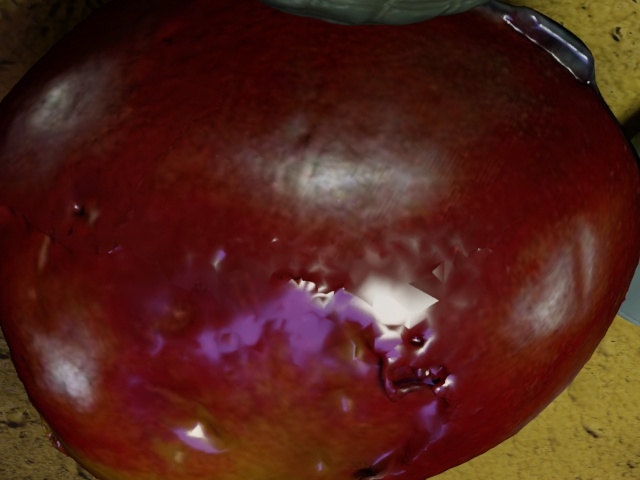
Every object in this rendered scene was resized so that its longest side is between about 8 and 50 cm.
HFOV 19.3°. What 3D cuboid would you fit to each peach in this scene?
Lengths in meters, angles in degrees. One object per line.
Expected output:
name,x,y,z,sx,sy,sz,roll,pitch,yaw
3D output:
peach,0.000,0.000,1.191,0.416,0.353,0.339,-19,148,-7

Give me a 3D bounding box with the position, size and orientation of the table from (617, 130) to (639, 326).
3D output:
table,0.280,-0.046,1.280,0.126,0.126,0.220,24,133,-26

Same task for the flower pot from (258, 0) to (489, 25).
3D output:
flower pot,0.030,-0.260,0.900,0.302,0.302,0.213,4,140,-5
